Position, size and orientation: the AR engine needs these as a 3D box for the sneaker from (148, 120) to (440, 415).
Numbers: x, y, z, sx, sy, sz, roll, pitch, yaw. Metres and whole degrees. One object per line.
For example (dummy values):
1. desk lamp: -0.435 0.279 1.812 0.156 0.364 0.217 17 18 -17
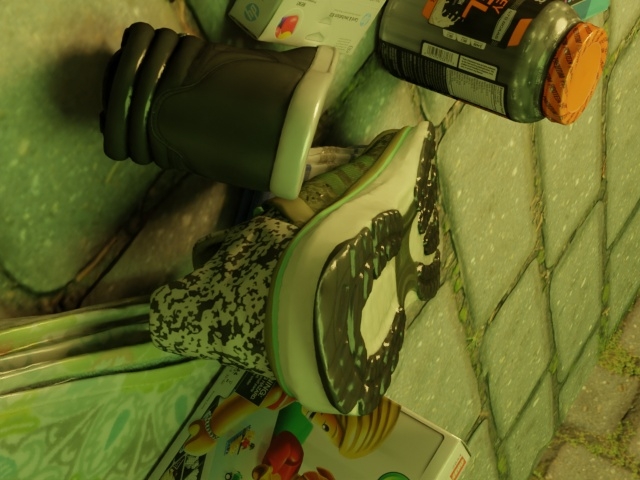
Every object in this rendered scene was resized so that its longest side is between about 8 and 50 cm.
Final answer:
1. sneaker: -0.008 -0.005 0.792 0.410 0.182 0.158 -44 135 -67

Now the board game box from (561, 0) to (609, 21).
1. board game box: 0.268 -0.393 1.057 0.254 0.079 0.336 -31 137 -46

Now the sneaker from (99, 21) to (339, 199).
1. sneaker: -0.070 -0.105 0.707 0.296 0.147 0.104 -82 -171 -77

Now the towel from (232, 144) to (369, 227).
1. towel: 0.000 0.000 0.974 0.285 0.034 0.209 -10 123 -55

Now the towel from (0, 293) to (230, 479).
1. towel: -0.210 0.220 0.744 0.320 0.090 0.374 -6 117 -55

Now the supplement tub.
1. supplement tub: 0.160 -0.181 0.928 0.117 0.190 0.117 -41 144 -38

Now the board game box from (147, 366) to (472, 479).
1. board game box: -0.052 0.232 0.717 0.305 0.193 0.053 -56 150 -14

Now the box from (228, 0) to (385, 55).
1. box: 0.027 -0.234 0.763 0.145 0.038 0.186 -9 137 -58
